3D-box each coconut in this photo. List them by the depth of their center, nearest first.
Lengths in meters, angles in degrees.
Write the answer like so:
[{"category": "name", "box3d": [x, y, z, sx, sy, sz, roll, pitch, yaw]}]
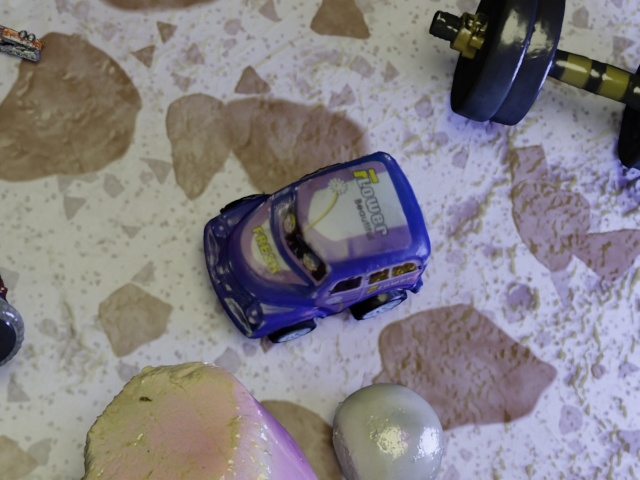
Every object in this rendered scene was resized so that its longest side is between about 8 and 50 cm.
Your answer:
[{"category": "coconut", "box3d": [-0.116, 0.260, 1.581, 0.233, 0.245, 0.233, -11, 52, 15]}]

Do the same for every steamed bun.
[{"category": "steamed bun", "box3d": [0.076, 0.212, 1.711, 0.112, 0.091, 0.130, -14, 76, -18]}]

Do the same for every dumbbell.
[{"category": "dumbbell", "box3d": [0.309, -0.187, 1.842, 0.388, 0.185, 0.185, 18, 70, -8]}]

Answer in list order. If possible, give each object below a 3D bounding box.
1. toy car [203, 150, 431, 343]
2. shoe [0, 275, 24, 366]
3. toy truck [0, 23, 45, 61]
[{"category": "toy car", "box3d": [0.000, 0.000, 1.723, 0.235, 0.158, 0.172, -19, 78, -18]}, {"category": "shoe", "box3d": [-0.411, 0.086, 1.643, 0.227, 0.099, 0.112, -11, 42, 3]}, {"category": "toy truck", "box3d": [-0.346, -0.222, 1.784, 0.083, 0.024, 0.032, 19, 99, -10]}]
